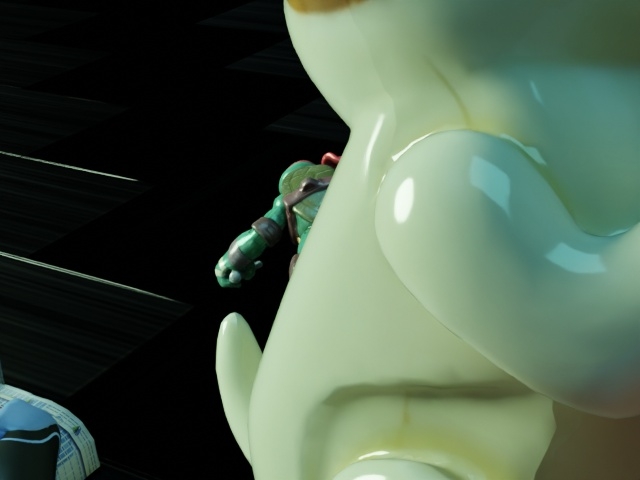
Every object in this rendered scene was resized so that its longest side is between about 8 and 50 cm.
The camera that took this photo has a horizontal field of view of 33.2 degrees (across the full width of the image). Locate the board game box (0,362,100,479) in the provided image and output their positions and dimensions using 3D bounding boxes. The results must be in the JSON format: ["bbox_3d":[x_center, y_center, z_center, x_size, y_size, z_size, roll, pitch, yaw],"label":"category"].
[{"bbox_3d":[-0.251,0.123,0.694,0.194,0.060,0.194,11,29,27],"label":"board game box"}]

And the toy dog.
[{"bbox_3d":[0.100,-0.017,0.525,0.284,0.408,0.395,-10,15,-34],"label":"toy dog"}]

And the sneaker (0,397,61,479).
[{"bbox_3d":[-0.159,0.179,0.536,0.090,0.081,0.232,20,37,-5],"label":"sneaker"}]

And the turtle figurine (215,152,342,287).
[{"bbox_3d":[0.000,0.000,0.883,0.175,0.118,0.234,-8,31,-12],"label":"turtle figurine"}]
